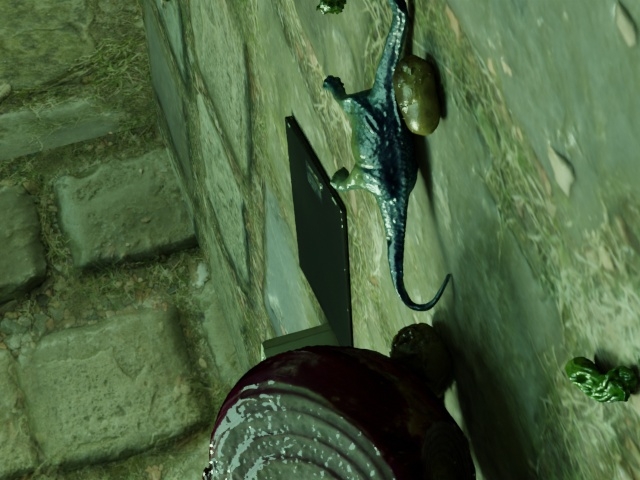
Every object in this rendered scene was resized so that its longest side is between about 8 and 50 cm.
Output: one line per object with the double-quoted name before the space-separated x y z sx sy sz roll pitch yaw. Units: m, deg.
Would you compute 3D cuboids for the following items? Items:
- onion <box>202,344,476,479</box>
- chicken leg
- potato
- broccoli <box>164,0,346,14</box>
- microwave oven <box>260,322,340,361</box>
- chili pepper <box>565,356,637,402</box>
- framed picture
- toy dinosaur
"onion" 0.042 0.267 1.276 0.260 0.282 0.337 -25 -88 -58
"chicken leg" 0.124 0.165 1.383 0.085 0.069 0.198 38 157 30
"potato" 0.097 -0.147 1.142 0.051 0.040 0.083 -144 41 -72
"broccoli" -0.067 -0.345 1.072 0.321 0.283 0.304 48 175 -14
"microwave oven" -0.023 0.291 1.999 0.240 0.145 0.194 95 159 -58
"chili pepper" 0.227 0.114 0.917 0.091 0.030 0.034 -177 97 -75
"framed picture" 0.000 0.000 1.837 0.255 0.014 0.339 -119 17 -45
"toy dinosaur" 0.067 -0.101 1.255 0.147 0.076 0.363 31 131 59
